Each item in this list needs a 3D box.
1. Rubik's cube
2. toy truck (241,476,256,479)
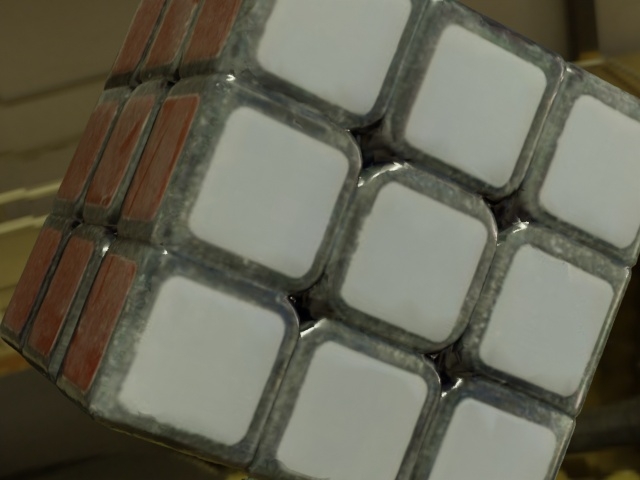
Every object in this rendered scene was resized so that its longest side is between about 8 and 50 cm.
[{"bbox_3d":[0.000,0.000,0.855,0.301,0.304,0.305,24,-4,-21],"label":"Rubik's cube"},{"bbox_3d":[-0.057,0.296,1.131,0.191,0.085,0.116,-63,9,-19],"label":"toy truck"}]
